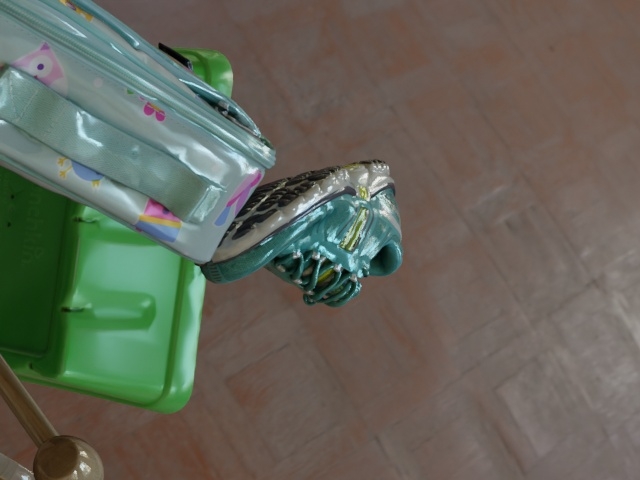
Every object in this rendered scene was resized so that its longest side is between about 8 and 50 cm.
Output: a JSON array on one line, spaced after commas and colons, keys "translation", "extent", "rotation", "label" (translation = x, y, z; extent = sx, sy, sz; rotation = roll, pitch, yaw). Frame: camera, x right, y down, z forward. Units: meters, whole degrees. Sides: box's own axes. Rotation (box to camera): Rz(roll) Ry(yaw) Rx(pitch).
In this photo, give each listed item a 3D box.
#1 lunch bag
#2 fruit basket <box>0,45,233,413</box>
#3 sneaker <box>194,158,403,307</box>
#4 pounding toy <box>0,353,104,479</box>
[{"translation": [-0.162, -0.099, 0.705], "extent": [0.279, 0.108, 0.224], "rotation": [29, 4, -45], "label": "lunch bag"}, {"translation": [-0.222, -0.022, 1.233], "extent": [0.392, 0.283, 0.392], "rotation": [-30, 124, -59], "label": "fruit basket"}, {"translation": [0.000, 0.000, 0.930], "extent": [0.275, 0.107, 0.110], "rotation": [-16, 90, -60], "label": "sneaker"}, {"translation": [-0.245, 0.135, 0.741], "extent": [0.270, 0.154, 0.154], "rotation": [9, 59, 15], "label": "pounding toy"}]
